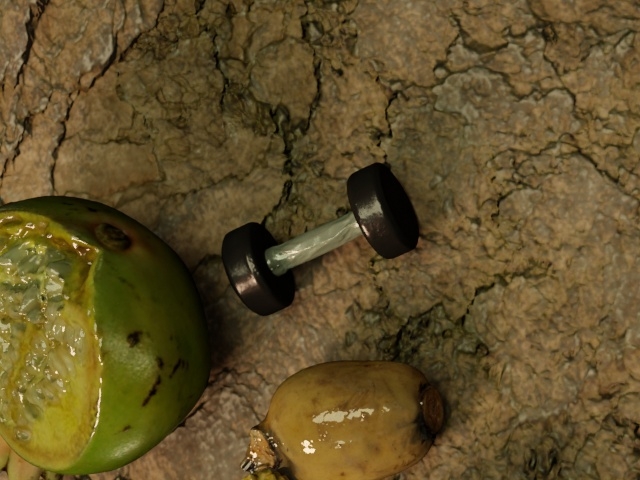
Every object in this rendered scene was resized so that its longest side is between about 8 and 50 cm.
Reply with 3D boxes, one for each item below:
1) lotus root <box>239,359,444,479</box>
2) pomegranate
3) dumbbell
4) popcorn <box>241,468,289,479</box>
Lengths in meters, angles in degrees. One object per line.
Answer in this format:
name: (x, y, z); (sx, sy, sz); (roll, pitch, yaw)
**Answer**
lotus root: (0.015, 0.188, 1.538); (0.221, 0.118, 0.125); (-12, 60, 12)
pomegranate: (-0.256, 0.118, 1.638); (0.310, 0.216, 0.358); (42, 130, 24)
dumbbell: (0.000, 0.000, 1.585); (0.191, 0.100, 0.100); (-25, 72, 20)
popcorn: (-0.060, 0.279, 1.592); (0.083, 0.057, 0.082); (17, 88, 28)
